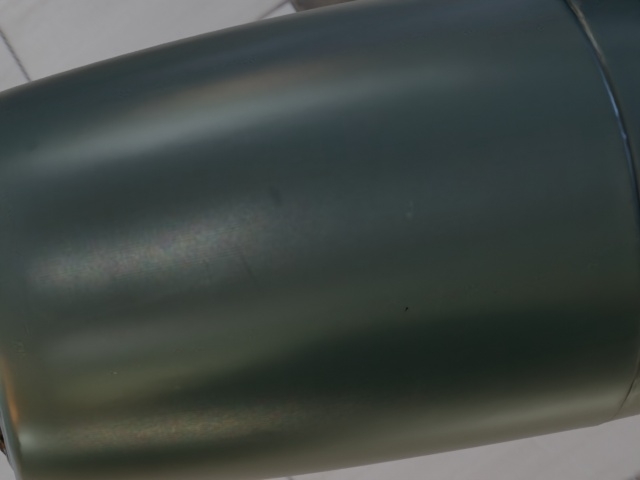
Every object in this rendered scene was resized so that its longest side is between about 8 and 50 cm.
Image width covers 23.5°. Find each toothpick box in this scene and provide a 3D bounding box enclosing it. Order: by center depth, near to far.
[{"bbox_3d":[0.000,0.000,0.390,0.184,0.120,0.120,-11,74,-11],"label":"toothpick box"}]
